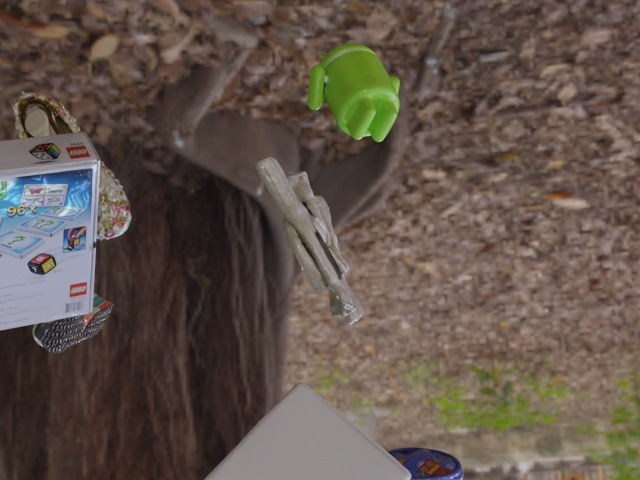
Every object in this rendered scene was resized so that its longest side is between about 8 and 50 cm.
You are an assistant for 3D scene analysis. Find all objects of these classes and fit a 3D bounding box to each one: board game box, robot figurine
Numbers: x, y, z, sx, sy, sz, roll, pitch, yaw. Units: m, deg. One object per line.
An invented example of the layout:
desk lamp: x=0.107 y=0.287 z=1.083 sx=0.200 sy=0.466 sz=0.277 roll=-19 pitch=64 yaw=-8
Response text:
board game box: x=-0.354 y=0.010 z=0.917 sx=0.305 sy=0.053 sz=0.193 roll=-9 pitch=133 yaw=-26
robot figurine: x=0.037 y=-0.150 z=1.026 sx=0.101 sy=0.115 sz=0.067 roll=1 pitch=137 yaw=-28

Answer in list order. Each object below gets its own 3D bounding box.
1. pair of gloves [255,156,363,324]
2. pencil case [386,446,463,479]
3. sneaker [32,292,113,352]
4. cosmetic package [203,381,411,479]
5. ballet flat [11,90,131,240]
pair of gloves: x=0.000 y=0.000 z=1.222 sx=0.042 sy=0.204 sz=0.240 roll=-25 pitch=171 yaw=6
pencil case: x=0.107 y=0.421 z=1.334 sx=0.133 sy=0.306 sz=0.119 roll=8 pitch=-173 yaw=16
sneaker: x=-0.324 y=0.089 z=1.273 sx=0.075 sy=0.057 sz=0.161 roll=32 pitch=-166 yaw=11
cosmetic package: x=-0.123 y=0.379 z=1.034 sx=0.453 sy=0.161 sz=0.230 roll=-43 pitch=167 yaw=-36
ballet flat: x=-0.317 y=-0.096 z=1.265 sx=0.091 sy=0.241 sz=0.077 roll=-39 pitch=150 yaw=-5
